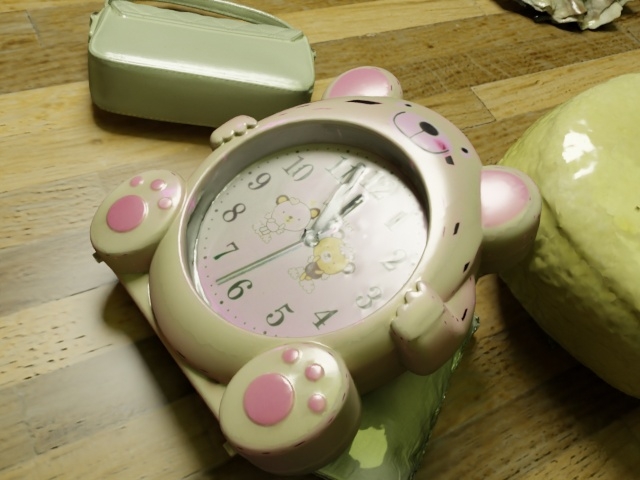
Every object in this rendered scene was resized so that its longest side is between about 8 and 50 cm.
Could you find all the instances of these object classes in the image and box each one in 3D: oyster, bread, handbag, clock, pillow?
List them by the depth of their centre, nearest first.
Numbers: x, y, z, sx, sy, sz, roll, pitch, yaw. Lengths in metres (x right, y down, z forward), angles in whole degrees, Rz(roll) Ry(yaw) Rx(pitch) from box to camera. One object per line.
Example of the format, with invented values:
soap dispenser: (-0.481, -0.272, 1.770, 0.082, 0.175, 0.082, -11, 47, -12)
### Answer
clock: (0.000, 0.000, 0.530, 0.309, 0.114, 0.284, -38, 59, -12)
pillow: (0.058, 0.115, 0.569, 0.128, 0.051, 0.229, 32, 53, 4)
bread: (0.321, -0.003, 0.622, 0.321, 0.237, 0.320, 3, 63, -6)
handbag: (-0.131, -0.217, 0.725, 0.256, 0.079, 0.219, 7, 45, -13)
oyster: (0.362, -0.460, 1.001, 0.352, 0.115, 0.237, 24, 53, -20)

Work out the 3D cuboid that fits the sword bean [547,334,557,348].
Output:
sword bean: (0.236, 0.076, 0.674, 0.012, 0.012, 0.083, 4, 54, -14)
